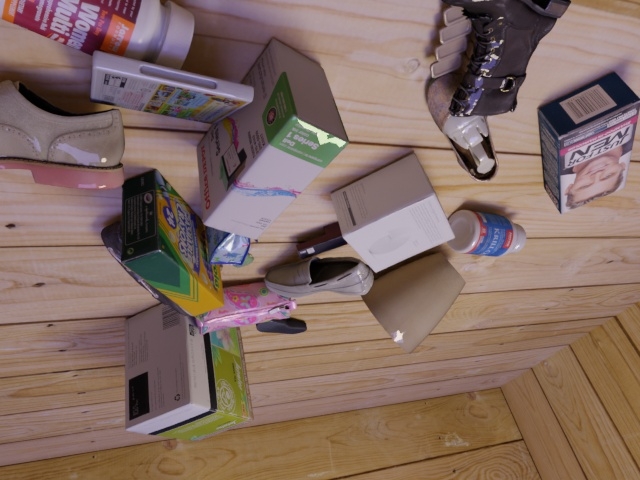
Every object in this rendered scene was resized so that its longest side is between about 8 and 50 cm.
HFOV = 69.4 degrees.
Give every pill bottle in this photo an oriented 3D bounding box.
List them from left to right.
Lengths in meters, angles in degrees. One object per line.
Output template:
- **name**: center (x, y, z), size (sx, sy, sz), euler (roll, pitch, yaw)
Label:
- **pill bottle**: center (-0.289, -0.303, 0.604), size (0.221, 0.121, 0.121), euler (15, 136, -37)
- **pill bottle**: center (0.481, -0.017, 1.327), size (0.222, 0.124, 0.124), euler (5, 141, -28)

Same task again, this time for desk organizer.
- **desk organizer**: center (0.000, 0.000, 1.224), size (0.130, 0.050, 0.047), euler (-19, 146, 6)

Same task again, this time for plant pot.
- **plant pot**: center (0.308, 0.170, 1.456), size (0.274, 0.256, 0.256), euler (-40, 142, 7)

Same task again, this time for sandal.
- **sandal**: center (-0.140, 0.283, 1.592), size (0.097, 0.054, 0.254), euler (-21, 156, 21)

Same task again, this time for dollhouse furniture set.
- **dollhouse furniture set**: center (-0.253, 0.079, 1.231), size (0.152, 0.058, 0.076), euler (-21, 146, 9)

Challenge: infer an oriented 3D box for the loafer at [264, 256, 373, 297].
- **loafer**: center (-0.017, 0.088, 1.250), size (0.320, 0.111, 0.111), euler (-5, 136, 23)

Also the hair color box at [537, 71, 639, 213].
- **hair color box**: center (0.642, -0.216, 1.119), size (0.174, 0.105, 0.347), euler (-25, 146, 15)

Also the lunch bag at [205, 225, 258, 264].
- **lunch bag**: center (-0.195, -0.038, 1.021), size (0.097, 0.128, 0.151), euler (2, 141, -26)

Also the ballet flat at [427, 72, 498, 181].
- **ballet flat**: center (0.319, -0.224, 0.976), size (0.108, 0.106, 0.316), euler (-30, 144, 20)

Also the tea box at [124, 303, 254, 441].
- **tea box**: center (-0.392, 0.394, 1.391), size (0.220, 0.328, 0.323), euler (-24, 147, 11)

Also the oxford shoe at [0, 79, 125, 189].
- **oxford shoe**: center (-0.513, -0.184, 0.719), size (0.398, 0.140, 0.146), euler (7, 110, -22)

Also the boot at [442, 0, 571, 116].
- **boot**: center (0.277, -0.312, 0.784), size (0.263, 0.091, 0.228), euler (0, 136, -21)

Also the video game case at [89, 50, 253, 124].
- **video game case**: center (-0.236, -0.223, 0.705), size (0.207, 0.026, 0.227), euler (5, -178, -27)

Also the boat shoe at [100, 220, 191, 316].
- **boat shoe**: center (-0.395, 0.070, 1.112), size (0.096, 0.112, 0.335), euler (-5, 137, 15)

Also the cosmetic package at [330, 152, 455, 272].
- **cosmetic package**: center (0.180, -0.060, 1.130), size (0.225, 0.138, 0.224), euler (-24, 146, 15)

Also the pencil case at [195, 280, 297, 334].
- **pencil case**: center (-0.218, 0.189, 1.335), size (0.285, 0.124, 0.124), euler (-7, 146, -18)

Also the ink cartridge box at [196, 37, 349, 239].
- **ink cartridge box**: center (-0.100, -0.165, 0.807), size (0.117, 0.201, 0.278), euler (16, 136, -37)

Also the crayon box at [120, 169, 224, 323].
- **crayon box**: center (-0.301, 0.027, 1.006), size (0.083, 0.203, 0.322), euler (-19, 147, 5)

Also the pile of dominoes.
- **pile of dominoes**: center (0.294, -0.405, 0.788), size (0.196, 0.040, 0.251), euler (-8, 138, -10)
